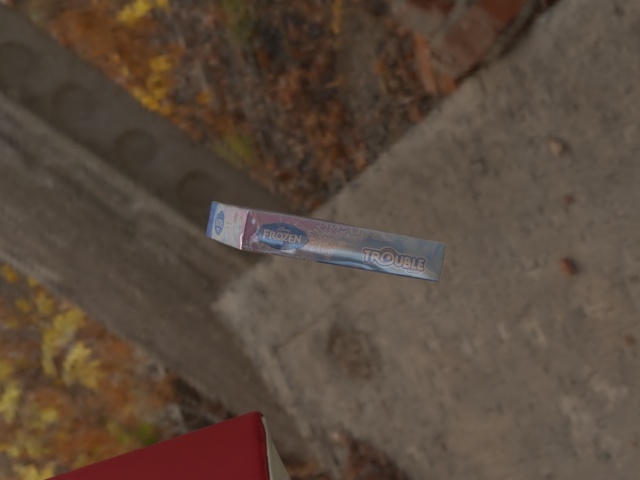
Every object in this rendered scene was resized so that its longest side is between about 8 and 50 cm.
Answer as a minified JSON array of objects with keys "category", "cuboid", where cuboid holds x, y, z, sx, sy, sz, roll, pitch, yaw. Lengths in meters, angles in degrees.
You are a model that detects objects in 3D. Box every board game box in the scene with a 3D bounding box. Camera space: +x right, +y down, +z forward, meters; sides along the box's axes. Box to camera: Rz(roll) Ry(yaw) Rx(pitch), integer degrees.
[{"category":"board game box","cuboid":[0.000,0.000,0.696,0.090,0.090,0.020,-169,89,-76]}]

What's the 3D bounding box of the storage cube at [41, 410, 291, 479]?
[{"category":"storage cube","cuboid":[-0.083,0.231,0.778,0.215,0.193,0.183,-100,-10,-58]}]
